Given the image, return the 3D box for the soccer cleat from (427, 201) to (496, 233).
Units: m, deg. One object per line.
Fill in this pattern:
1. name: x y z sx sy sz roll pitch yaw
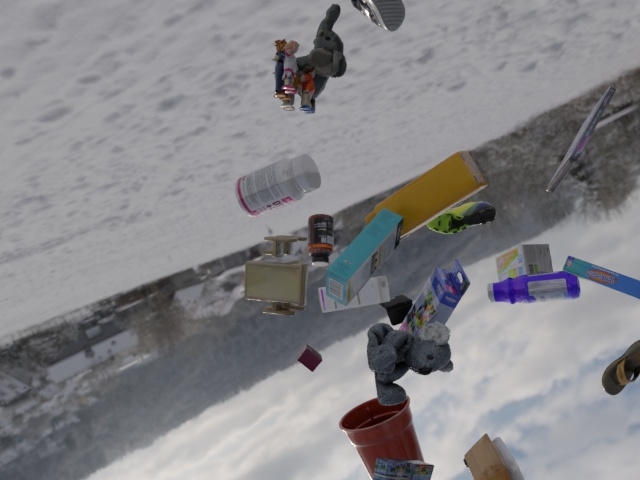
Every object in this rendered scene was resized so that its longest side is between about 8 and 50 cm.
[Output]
1. soccer cleat: 0.535 -0.091 2.352 0.290 0.093 0.121 -11 -159 -12

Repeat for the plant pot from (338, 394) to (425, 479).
1. plant pot: 0.240 0.731 2.173 0.273 0.264 0.272 -22 -177 1

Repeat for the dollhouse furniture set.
1. dollhouse furniture set: -0.081 0.100 1.657 0.161 0.211 0.242 4 -175 19

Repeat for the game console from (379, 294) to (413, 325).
1. game console: 0.309 0.277 2.434 0.122 0.071 0.107 -14 -159 -23

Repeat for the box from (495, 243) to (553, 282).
1. box: 0.710 0.089 2.131 0.103 0.114 0.203 -1 164 -11

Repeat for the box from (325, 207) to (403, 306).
1. box: 0.106 0.036 1.438 0.244 0.060 0.100 -46 152 -34

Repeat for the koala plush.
1. koala plush: 0.247 0.303 1.633 0.222 0.196 0.203 -11 -149 9

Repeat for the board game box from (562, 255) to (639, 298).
1. board game box: 0.781 0.108 1.626 0.160 0.047 0.210 17 -173 -45

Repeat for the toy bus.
1. toy bus: 0.258 -0.097 1.561 0.333 0.108 0.130 -34 173 30

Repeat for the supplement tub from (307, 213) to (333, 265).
1. supplement tub: 0.000 0.000 2.421 0.106 0.197 0.106 1 162 0

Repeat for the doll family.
1. doll family: -0.094 -0.463 1.684 0.119 0.163 0.263 0 173 14

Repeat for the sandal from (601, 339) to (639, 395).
1. sandal: 0.775 0.325 1.526 0.180 0.072 0.049 -60 -168 26

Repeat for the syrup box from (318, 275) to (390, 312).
1. syrup box: 0.119 0.193 2.177 0.237 0.096 0.093 -12 173 27

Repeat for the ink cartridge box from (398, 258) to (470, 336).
1. ink cartridge box: 0.337 0.208 1.844 0.311 0.065 0.185 -61 -170 19

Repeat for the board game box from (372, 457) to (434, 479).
1. board game box: 0.206 0.672 1.574 0.060 0.193 0.194 -1 163 44

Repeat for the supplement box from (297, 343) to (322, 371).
1. supplement box: -0.029 0.312 1.617 0.043 0.055 0.083 -51 180 -2

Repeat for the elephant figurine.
1. elephant figurine: 0.008 -0.546 1.827 0.240 0.169 0.186 -28 133 22

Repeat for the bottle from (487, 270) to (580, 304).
1. bottle: 0.694 0.157 1.985 0.283 0.092 0.118 -9 160 24

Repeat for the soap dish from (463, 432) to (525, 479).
1. soap dish: 0.465 0.658 1.510 0.118 0.290 0.229 -22 180 4

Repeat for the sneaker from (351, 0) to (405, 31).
1. sneaker: 0.131 -0.727 1.696 0.126 0.127 0.321 -45 144 -8

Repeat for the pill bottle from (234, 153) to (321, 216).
1. pill bottle: -0.152 -0.200 2.185 0.283 0.160 0.160 -20 179 26

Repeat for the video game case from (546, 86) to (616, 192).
1. video game case: 0.747 -0.286 1.748 0.274 0.026 0.196 -54 167 -18
